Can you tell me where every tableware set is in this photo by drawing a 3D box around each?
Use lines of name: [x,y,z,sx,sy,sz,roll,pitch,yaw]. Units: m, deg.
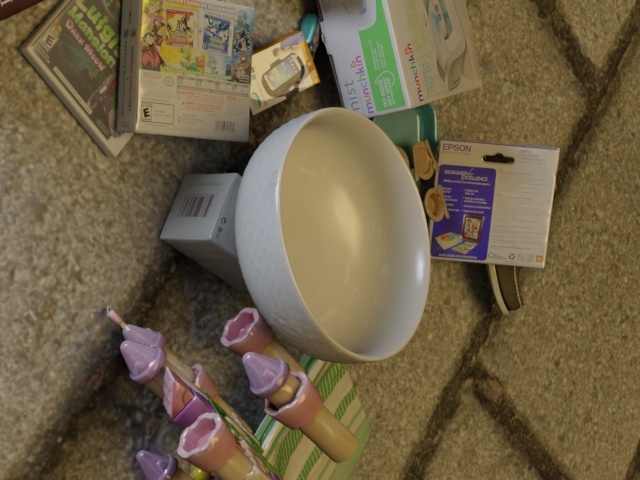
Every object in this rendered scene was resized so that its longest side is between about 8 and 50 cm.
tableware set: [0.152,-0.086,1.977,0.168,0.020,0.141,-18,96,-51]

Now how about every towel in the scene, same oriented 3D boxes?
towel: [-0.007,0.301,1.835,0.248,0.038,0.325,-58,151,-27]

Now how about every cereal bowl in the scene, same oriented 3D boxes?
cereal bowl: [0.000,0.000,1.646,0.339,0.141,0.339,16,69,-51]

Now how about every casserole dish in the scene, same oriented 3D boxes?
casserole dish: [0.127,-0.173,2.006,0.188,0.037,0.114,-4,96,-49]

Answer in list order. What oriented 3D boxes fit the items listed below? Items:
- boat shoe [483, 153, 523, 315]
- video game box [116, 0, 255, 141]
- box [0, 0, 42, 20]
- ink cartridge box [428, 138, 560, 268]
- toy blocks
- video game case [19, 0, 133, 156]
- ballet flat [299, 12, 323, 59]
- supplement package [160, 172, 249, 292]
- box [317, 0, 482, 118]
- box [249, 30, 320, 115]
boat shoe: [0.323,-0.013,2.172,0.109,0.091,0.305,-88,164,-70]
video game box: [-0.176,-0.229,1.642,0.205,0.048,0.187,1,95,-48]
box: [-0.358,-0.349,1.377,0.203,0.167,0.168,-39,120,-38]
ink cartridge box: [0.288,-0.064,2.083,0.206,0.045,0.208,5,102,-3]
toy blocks: [-0.168,0.225,1.550,0.309,0.288,0.260,-44,116,-1]
video game case: [-0.273,-0.233,1.586,0.190,0.022,0.173,54,56,-35]
ballet flat: [-0.021,-0.281,1.844,0.041,0.041,0.114,33,71,-44]
supplement package: [-0.113,-0.007,1.717,0.179,0.105,0.105,38,63,-43]
box: [0.114,-0.332,1.884,0.231,0.126,0.262,-22,101,-52]
box: [-0.072,-0.237,1.774,0.136,0.028,0.081,-31,114,-24]
